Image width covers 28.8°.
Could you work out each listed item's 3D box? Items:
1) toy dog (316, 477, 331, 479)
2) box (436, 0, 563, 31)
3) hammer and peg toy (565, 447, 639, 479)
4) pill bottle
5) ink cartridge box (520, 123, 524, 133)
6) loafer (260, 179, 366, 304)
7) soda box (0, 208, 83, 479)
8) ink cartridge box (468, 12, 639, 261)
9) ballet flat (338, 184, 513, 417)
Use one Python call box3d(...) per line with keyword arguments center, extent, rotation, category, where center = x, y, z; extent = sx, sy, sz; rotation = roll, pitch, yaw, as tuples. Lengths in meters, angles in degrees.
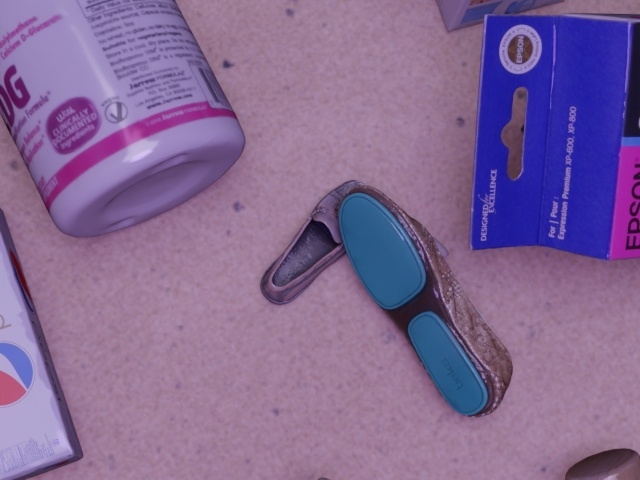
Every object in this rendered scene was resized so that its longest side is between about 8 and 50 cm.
box3d(center=(0.025, 0.428, 0.800), extent=(0.408, 0.284, 0.395), rotation=(43, 92, 6), category="toy dog")
box3d(center=(0.154, -0.261, 0.987), extent=(0.114, 0.203, 0.103), rotation=(-16, 80, -7), category="box")
box3d(center=(0.380, 0.175, 0.881), extent=(0.361, 0.266, 0.127), rotation=(-20, 98, -8), category="hammer and peg toy")
box3d(center=(-0.189, -0.159, 0.967), extent=(0.160, 0.160, 0.283), rotation=(-26, 80, -9), category="pill bottle")
box3d(center=(0.269, -0.146, 1.018), extent=(0.209, 0.109, 0.062), rotation=(-39, 83, -11), category="ink cartridge box")
box3d(center=(0.000, 0.000, 1.005), extent=(0.045, 0.039, 0.125), rotation=(39, 79, 4), category="loafer")
box3d(center=(-0.250, 0.076, 0.956), extent=(0.069, 0.074, 0.216), rotation=(-19, 80, -7), category="soda box")
box3d(center=(0.291, -0.081, 0.944), extent=(0.371, 0.069, 0.175), rotation=(-3, 105, -21), category="ink cartridge box")
box3d(center=(0.086, 0.044, 0.993), extent=(0.067, 0.073, 0.206), rotation=(-26, 86, -52), category="ballet flat")
